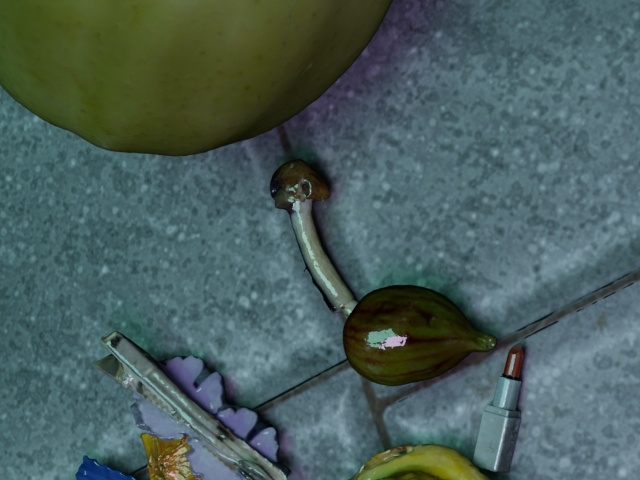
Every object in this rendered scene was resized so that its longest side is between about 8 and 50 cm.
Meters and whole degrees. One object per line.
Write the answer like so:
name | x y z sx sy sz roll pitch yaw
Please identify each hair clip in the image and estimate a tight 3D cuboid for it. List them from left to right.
hair clip | -0.137 0.190 1.890 0.292 0.084 0.106 36 66 29

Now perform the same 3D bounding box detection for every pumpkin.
pumpkin | -0.168 0.242 1.943 0.101 0.035 0.073 -20 68 32

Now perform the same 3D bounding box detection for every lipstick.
lipstick | 0.183 0.164 1.715 0.030 0.030 0.129 12 89 36

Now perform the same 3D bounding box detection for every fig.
fig | 0.101 0.099 1.742 0.154 0.103 0.109 11 65 22

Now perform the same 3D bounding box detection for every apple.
apple | -0.146 -0.313 1.772 0.473 0.473 0.474 -6 79 34

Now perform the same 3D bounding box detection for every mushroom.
mushroom | 0.000 0.000 1.862 0.060 0.061 0.187 -30 78 42

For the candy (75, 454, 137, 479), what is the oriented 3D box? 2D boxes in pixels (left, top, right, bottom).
candy | -0.259 0.420 1.955 0.187 0.077 0.331 22 97 28

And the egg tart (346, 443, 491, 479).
egg tart | 0.076 0.327 1.676 0.288 0.118 0.288 -23 54 36
